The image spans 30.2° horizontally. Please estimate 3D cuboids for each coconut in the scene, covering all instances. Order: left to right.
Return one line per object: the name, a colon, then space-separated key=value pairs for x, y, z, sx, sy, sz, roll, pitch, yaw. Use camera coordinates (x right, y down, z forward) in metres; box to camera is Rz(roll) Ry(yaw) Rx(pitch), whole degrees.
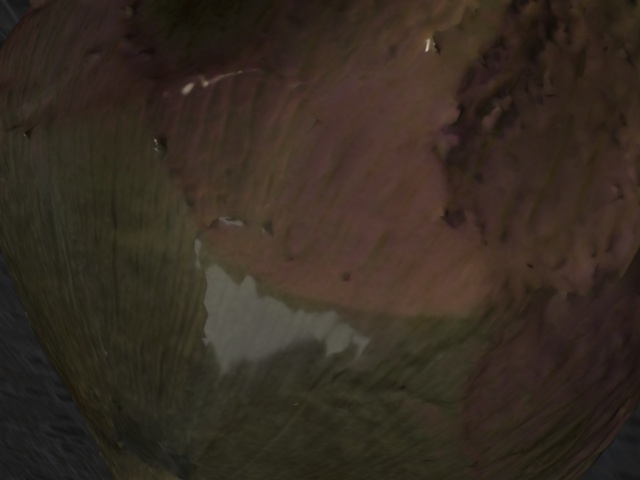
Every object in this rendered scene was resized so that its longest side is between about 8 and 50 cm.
coconut: x=0.000 y=0.000 z=0.655 sx=0.404 sy=0.404 sz=0.405 roll=25 pitch=145 yaw=19
